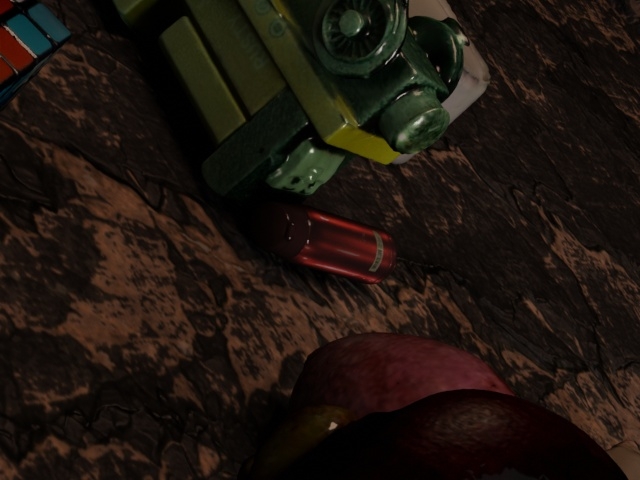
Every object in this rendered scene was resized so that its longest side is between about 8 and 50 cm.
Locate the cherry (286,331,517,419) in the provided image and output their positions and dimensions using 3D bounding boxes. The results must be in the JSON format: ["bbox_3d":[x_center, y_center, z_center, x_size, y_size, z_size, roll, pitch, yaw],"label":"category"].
[{"bbox_3d":[0.066,0.161,1.393,0.249,0.175,0.192,43,-7,34],"label":"cherry"}]

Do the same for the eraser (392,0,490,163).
[{"bbox_3d":[0.037,-0.236,1.989,0.331,0.150,0.331,37,24,-20],"label":"eraser"}]

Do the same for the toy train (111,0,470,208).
[{"bbox_3d":[-0.042,-0.207,1.668,0.160,0.253,0.397,19,36,-60],"label":"toy train"}]

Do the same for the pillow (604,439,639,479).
[{"bbox_3d":[0.335,0.318,1.753,0.173,0.067,0.270,-8,59,-56],"label":"pillow"}]

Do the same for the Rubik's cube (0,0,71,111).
[{"bbox_3d":[-0.291,-0.127,1.236,0.155,0.154,0.151,46,22,-7],"label":"Rubik's cube"}]

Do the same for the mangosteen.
[{"bbox_3d":[0.066,0.224,1.149,0.293,0.297,0.297,53,24,9],"label":"mangosteen"}]

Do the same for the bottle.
[{"bbox_3d":[0.000,0.000,1.673,0.164,0.060,0.060,17,39,-50],"label":"bottle"}]
